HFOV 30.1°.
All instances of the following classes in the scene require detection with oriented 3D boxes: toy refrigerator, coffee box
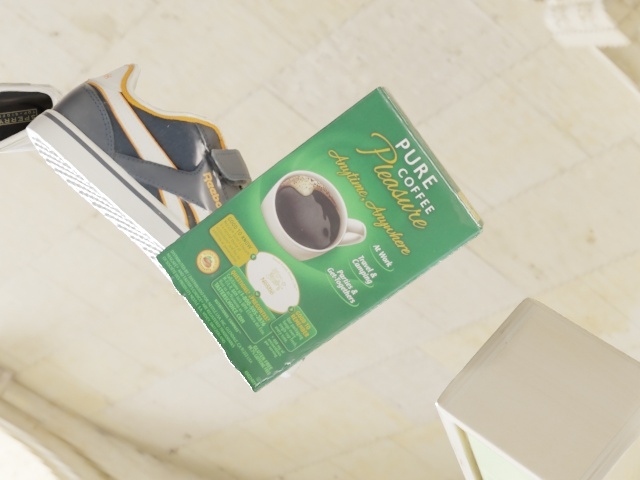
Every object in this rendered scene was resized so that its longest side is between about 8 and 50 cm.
[{"bbox_3d":[0.155,0.158,0.735,0.102,0.269,0.094,34,-109,33],"label":"toy refrigerator"},{"bbox_3d":[0.000,0.000,0.755,0.184,0.113,0.040,-38,178,13],"label":"coffee box"}]

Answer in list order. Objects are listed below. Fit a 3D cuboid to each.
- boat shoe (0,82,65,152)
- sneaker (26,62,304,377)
[{"bbox_3d":[-0.399,-0.115,1.255,0.088,0.267,0.096,141,-59,-83],"label":"boat shoe"},{"bbox_3d":[-0.106,-0.027,1.061,0.127,0.321,0.126,-45,-179,-17],"label":"sneaker"}]
